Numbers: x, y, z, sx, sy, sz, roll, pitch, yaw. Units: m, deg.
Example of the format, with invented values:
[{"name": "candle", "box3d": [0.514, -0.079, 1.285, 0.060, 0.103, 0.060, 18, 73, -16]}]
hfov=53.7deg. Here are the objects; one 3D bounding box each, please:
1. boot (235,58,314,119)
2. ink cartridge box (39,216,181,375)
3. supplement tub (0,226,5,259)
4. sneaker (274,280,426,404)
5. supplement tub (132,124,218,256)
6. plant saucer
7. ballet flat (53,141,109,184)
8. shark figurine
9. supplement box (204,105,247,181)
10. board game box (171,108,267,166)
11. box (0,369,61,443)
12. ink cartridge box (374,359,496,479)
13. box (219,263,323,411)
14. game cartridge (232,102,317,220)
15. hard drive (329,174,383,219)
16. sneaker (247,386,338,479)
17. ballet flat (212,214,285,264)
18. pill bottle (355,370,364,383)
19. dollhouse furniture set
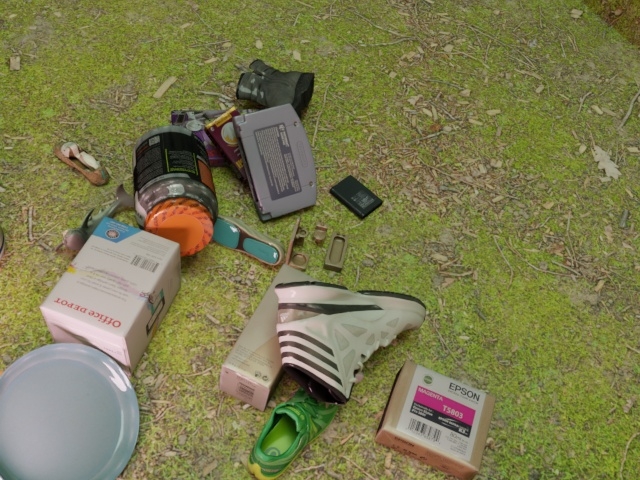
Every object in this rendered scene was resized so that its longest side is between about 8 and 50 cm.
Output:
[{"name": "boot", "box3d": [-0.163, -0.424, 1.946, 0.222, 0.118, 0.338, 14, 45, 7]}, {"name": "ink cartridge box", "box3d": [-0.472, 0.129, 1.465, 0.198, 0.197, 0.270, 20, 53, 4]}, {"name": "supplement tub", "box3d": [-0.883, -0.060, 1.447, 0.235, 0.325, 0.236, 5, 53, -7]}, {"name": "sneaker", "box3d": [0.072, 0.243, 1.454, 0.447, 0.169, 0.258, 11, 76, -40]}, {"name": "supplement tub", "box3d": [-0.377, -0.129, 1.631, 0.206, 0.207, 0.338, -5, 42, -14]}, {"name": "plant saucer", "box3d": [-0.525, 0.370, 1.291, 0.317, 0.043, 0.318, 22, 56, -38]}, {"name": "ballet flat", "box3d": [-0.673, -0.235, 1.776, 0.206, 0.067, 0.073, 33, 55, 14]}, {"name": "shark figurine", "box3d": [-0.571, -0.021, 1.641, 0.116, 0.166, 0.278, 45, 36, -8]}, {"name": "supplement box", "box3d": [-0.236, -0.274, 1.812, 0.104, 0.081, 0.188, -38, 99, -11]}, {"name": "board game box", "box3d": [-0.274, -0.314, 1.924, 0.346, 0.056, 0.208, -4, 59, -14]}, {"name": "box", "box3d": [-0.648, 0.360, 1.330, 0.170, 0.091, 0.130, 15, 53, 1]}, {"name": "ink cartridge box", "box3d": [0.268, 0.414, 1.464, 0.234, 0.088, 0.193, 21, 54, 6]}, {"name": "box", "box3d": [-0.111, 0.224, 1.498, 0.121, 0.148, 0.311, 25, 55, 7]}, {"name": "game cartridge", "box3d": [-0.117, -0.224, 1.777, 0.198, 0.062, 0.298, -20, 103, -27]}, {"name": "hard drive", "box3d": [0.106, -0.130, 1.873, 0.135, 0.022, 0.094, 42, 58, 19]}, {"name": "sneaker", "box3d": [-0.044, 0.396, 1.396, 0.109, 0.124, 0.295, 32, 54, 14]}, {"name": "ballet flat", "box3d": [-0.203, -0.009, 1.702, 0.248, 0.086, 0.086, 28, 54, 9]}, {"name": "pill bottle", "box3d": [0.057, 0.287, 1.529, 0.067, 0.067, 0.120, -9, 56, -17]}, {"name": "dollhouse furniture set", "box3d": [0.000, 0.000, 1.694, 0.151, 0.123, 0.144, 15, 53, 0]}]
